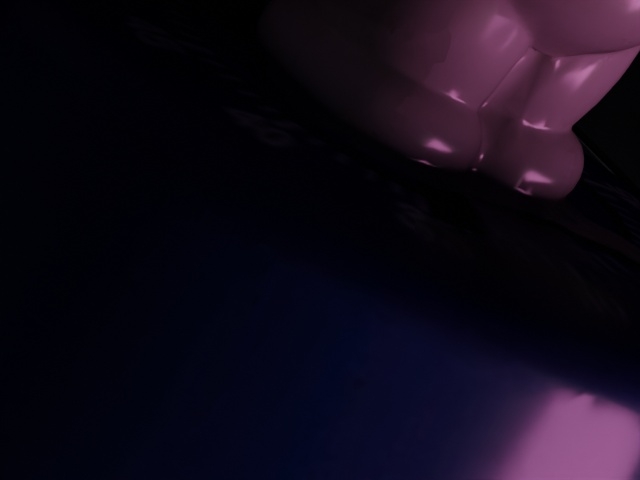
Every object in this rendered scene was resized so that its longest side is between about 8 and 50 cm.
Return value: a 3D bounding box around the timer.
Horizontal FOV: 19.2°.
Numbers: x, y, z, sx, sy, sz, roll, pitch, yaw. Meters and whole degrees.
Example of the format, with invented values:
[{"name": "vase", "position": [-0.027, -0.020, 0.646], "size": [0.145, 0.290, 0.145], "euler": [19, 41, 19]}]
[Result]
[{"name": "timer", "position": [0.052, -0.079, 0.519], "size": [0.383, 0.270, 0.270], "euler": [-60, 169, 17]}]
